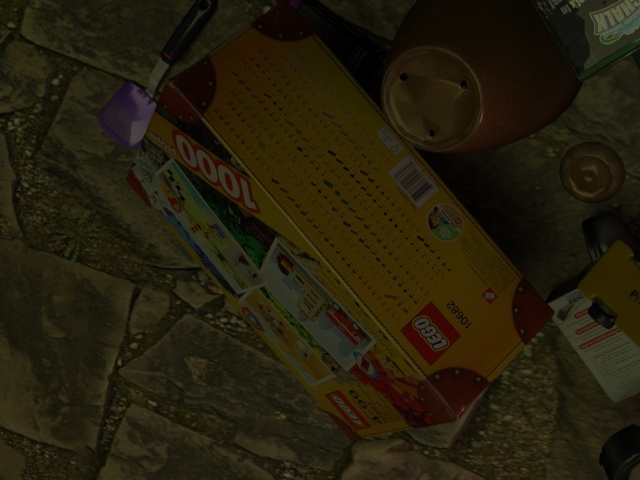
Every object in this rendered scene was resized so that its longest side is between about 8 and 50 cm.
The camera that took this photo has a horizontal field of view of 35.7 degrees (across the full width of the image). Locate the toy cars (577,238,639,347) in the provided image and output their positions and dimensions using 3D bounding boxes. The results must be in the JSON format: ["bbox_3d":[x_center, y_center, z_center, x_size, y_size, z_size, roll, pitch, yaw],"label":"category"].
[{"bbox_3d":[0.481,0.085,1.095,0.393,0.087,0.176,-2,81,38],"label":"toy cars"}]

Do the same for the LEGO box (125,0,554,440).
[{"bbox_3d":[0.000,0.000,1.293,0.500,0.193,0.372,49,157,0],"label":"LEGO box"}]

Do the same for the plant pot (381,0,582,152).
[{"bbox_3d":[0.172,-0.200,1.172,0.237,0.254,0.237,11,115,23],"label":"plant pot"}]

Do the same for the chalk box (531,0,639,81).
[{"bbox_3d":[0.335,-0.298,1.079,0.180,0.179,0.289,-30,94,34],"label":"chalk box"}]

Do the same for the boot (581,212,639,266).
[{"bbox_3d":[0.496,0.059,1.226,0.222,0.118,0.338,-35,100,28],"label":"boot"}]

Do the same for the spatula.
[{"bbox_3d":[-0.238,-0.255,1.491,0.084,0.030,0.296,44,124,2],"label":"spatula"}]

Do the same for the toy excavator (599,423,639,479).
[{"bbox_3d":[0.577,0.283,1.163,0.445,0.222,0.433,-12,118,2],"label":"toy excavator"}]

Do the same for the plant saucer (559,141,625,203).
[{"bbox_3d":[0.347,-0.085,1.277,0.083,0.015,0.083,11,117,23],"label":"plant saucer"}]

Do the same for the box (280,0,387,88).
[{"bbox_3d":[-0.002,-0.257,1.371,0.162,0.029,0.116,40,125,8],"label":"box"}]

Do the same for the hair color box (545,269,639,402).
[{"bbox_3d":[0.387,0.124,1.329,0.093,0.053,0.167,-33,96,35],"label":"hair color box"}]
